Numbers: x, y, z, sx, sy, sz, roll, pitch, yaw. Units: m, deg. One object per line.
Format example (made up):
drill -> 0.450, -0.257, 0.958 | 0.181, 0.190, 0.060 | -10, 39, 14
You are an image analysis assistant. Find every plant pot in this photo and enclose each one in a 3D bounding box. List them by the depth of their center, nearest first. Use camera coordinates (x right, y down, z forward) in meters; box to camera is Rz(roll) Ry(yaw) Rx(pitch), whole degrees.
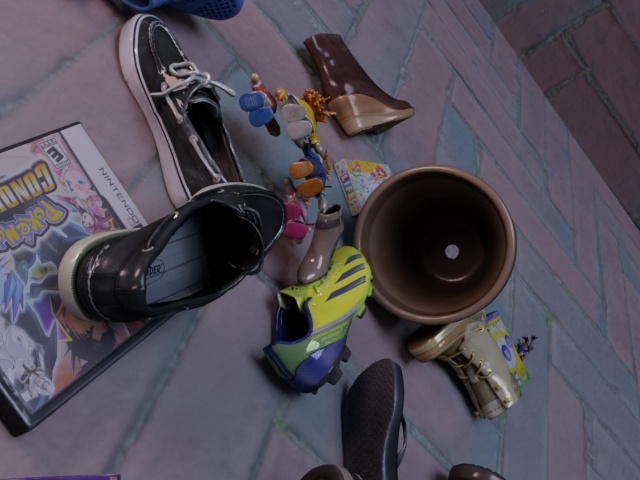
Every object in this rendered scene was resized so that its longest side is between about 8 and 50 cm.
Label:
plant pot -> 0.210, 0.014, 1.271 | 0.263, 0.263, 0.229 | 69, 15, 11

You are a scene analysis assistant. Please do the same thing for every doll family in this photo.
doll family -> -0.023, -0.128, 1.077 | 0.163, 0.118, 0.263 | -78, 153, -76

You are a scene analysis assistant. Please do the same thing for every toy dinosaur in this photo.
toy dinosaur -> 0.443, 0.239, 1.574 | 0.090, 0.047, 0.082 | 55, 51, -29

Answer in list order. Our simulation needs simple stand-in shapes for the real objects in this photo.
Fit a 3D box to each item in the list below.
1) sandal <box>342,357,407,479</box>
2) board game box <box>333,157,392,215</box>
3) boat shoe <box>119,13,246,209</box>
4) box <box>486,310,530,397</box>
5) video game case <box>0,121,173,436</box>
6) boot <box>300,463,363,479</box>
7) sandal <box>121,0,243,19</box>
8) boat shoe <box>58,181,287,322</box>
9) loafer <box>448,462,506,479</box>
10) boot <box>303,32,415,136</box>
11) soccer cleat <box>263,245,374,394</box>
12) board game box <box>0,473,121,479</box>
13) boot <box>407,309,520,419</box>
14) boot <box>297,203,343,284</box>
sandal -> 0.078, 0.289, 1.001 | 0.054, 0.097, 0.254 | 29, 55, -38
board game box -> 0.094, -0.095, 1.353 | 0.154, 0.026, 0.103 | -1, 68, -54
boat shoe -> -0.178, -0.182, 0.977 | 0.113, 0.105, 0.306 | 5, 63, -52
box -> 0.358, 0.238, 1.455 | 0.105, 0.043, 0.179 | -17, 83, -56
video game case -> -0.279, 0.020, 0.758 | 0.248, 0.035, 0.275 | 57, 33, -7
boot -> 0.095, 0.453, 0.818 | 0.284, 0.138, 0.377 | 15, 58, -35
sandal -> -0.245, -0.371, 1.021 | 0.317, 0.126, 0.138 | 11, 59, -39
boat shoe -> -0.119, 0.007, 0.814 | 0.340, 0.113, 0.127 | -17, 106, -55
loafer -> 0.312, 0.507, 1.146 | 0.366, 0.134, 0.130 | 43, 60, -10
boot -> 0.083, -0.315, 1.439 | 0.248, 0.090, 0.207 | -21, 86, -53
soccer cleat -> -0.001, 0.085, 1.037 | 0.121, 0.093, 0.289 | 42, 37, -16
board game box -> -0.244, 0.273, 0.610 | 0.170, 0.048, 0.141 | 16, 55, -48
boot -> 0.262, 0.224, 1.292 | 0.262, 0.095, 0.203 | -16, 81, -61
boot -> 0.000, 0.000, 1.035 | 0.118, 0.042, 0.087 | -51, 152, -57
